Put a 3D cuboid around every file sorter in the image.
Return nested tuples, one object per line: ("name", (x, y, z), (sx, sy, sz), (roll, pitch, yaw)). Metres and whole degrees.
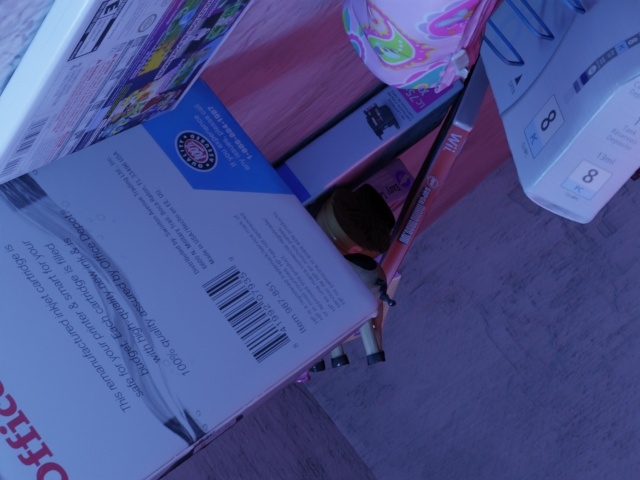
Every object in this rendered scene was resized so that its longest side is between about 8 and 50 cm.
("file sorter", (0.214, -0.257, 1.234), (0.170, 0.104, 0.118), (-40, 173, 19))

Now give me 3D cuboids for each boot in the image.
("boot", (-0.041, 0.050, 1.539), (0.269, 0.089, 0.236), (-38, 175, 15))

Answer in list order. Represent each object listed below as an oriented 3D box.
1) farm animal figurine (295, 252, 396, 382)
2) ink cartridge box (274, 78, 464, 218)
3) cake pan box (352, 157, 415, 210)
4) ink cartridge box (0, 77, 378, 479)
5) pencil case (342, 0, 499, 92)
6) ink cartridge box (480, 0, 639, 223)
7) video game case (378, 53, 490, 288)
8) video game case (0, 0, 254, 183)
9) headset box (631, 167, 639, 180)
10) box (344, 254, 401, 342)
("farm animal figurine", (-0.112, 0.071, 1.372), (0.330, 0.172, 0.327), (-10, 178, -13))
("ink cartridge box", (0.021, -0.090, 1.527), (0.311, 0.065, 0.186), (-39, 175, -9))
("cake pan box", (0.000, 0.000, 2.022), (0.246, 0.070, 0.267), (-27, 168, -48))
("ink cartridge box", (-0.149, 0.056, 0.907), (0.307, 0.223, 0.129), (-33, 173, -36))
("pencil case", (0.090, -0.199, 0.907), (0.124, 0.124, 0.284), (-36, 172, -14))
("ink cartridge box", (0.314, -0.251, 1.274), (0.385, 0.091, 0.308), (-54, -156, 31))
("video game case", (0.142, -0.097, 1.559), (0.285, 0.025, 0.204), (114, 1, -45))
("video game case", (-0.114, -0.118, 0.789), (0.183, 0.023, 0.201), (-31, 170, -45))
("headset box", (0.417, -0.212, 1.811), (0.110, 0.293, 0.218), (-38, 173, 4))
("box", (-0.031, 0.082, 1.822), (0.243, 0.117, 0.213), (-22, 161, -13))
